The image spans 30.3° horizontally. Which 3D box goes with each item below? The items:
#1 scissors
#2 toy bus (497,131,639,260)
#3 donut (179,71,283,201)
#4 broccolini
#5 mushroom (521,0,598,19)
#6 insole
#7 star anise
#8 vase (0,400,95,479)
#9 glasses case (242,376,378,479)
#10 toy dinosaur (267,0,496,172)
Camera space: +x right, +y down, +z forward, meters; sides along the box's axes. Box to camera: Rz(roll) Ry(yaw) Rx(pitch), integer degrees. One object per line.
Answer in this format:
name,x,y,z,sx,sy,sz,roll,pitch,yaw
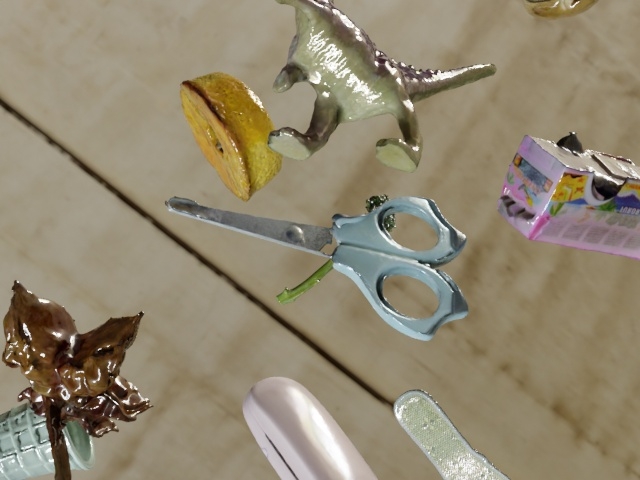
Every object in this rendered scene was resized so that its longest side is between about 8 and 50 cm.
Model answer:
scissors,0.000,-0.001,1.332,0.029,0.360,0.191,123,-23,-53
toy bus,0.333,-0.047,1.364,0.090,0.274,0.112,49,-58,49
donut,-0.093,-0.115,1.257,0.058,0.152,0.152,-30,177,-17
broccolini,0.024,0.010,1.407,0.194,0.054,0.052,-38,-174,-22
mushroom,0.170,-0.359,1.132,0.128,0.350,0.128,-30,-148,22
insole,0.234,0.369,1.878,0.109,0.322,0.007,-42,176,29
star anise,-0.293,0.203,1.477,0.237,0.346,0.148,-20,-179,28
vase,-0.494,0.315,1.716,0.299,0.143,0.143,-20,-176,0
glasses case,0.000,0.313,1.643,0.113,0.297,0.075,-8,141,-49
toy dinosaur,0.047,-0.127,0.861,0.072,0.251,0.200,-35,-145,47
